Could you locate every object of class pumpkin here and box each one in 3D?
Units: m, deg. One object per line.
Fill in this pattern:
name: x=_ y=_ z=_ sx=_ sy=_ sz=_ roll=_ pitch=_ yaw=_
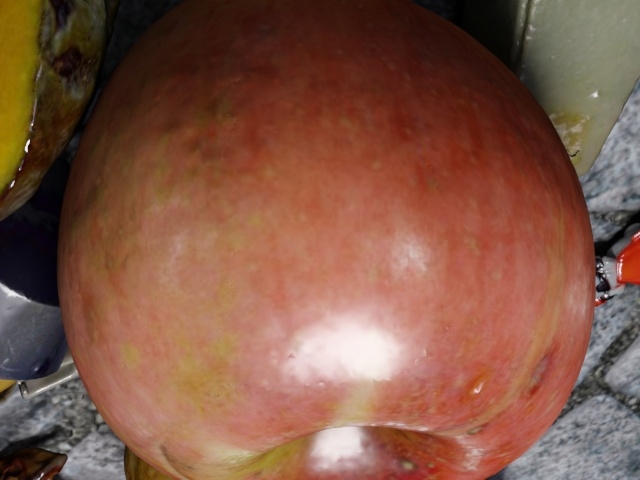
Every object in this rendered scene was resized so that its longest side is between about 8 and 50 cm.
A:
pumpkin: x=-0.229 y=-0.074 z=0.963 sx=0.312 sy=0.148 sz=0.169 roll=-21 pitch=176 yaw=24

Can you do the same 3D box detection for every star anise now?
star anise: x=-0.297 y=0.220 z=1.286 sx=0.168 sy=0.057 sz=0.168 roll=-10 pitch=133 yaw=-12

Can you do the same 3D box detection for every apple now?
apple: x=0.000 y=0.000 z=0.975 sx=0.364 sy=0.364 sz=0.364 roll=-9 pitch=131 yaw=-11

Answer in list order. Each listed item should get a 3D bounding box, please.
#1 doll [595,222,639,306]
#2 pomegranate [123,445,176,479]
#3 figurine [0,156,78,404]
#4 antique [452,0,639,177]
doll: x=0.296 y=0.016 z=1.309 sx=0.169 sy=0.057 sz=0.109 roll=-28 pitch=134 yaw=5
pomegranate: x=-0.030 y=0.199 z=1.249 sx=0.270 sy=0.229 sz=0.252 roll=-15 pitch=125 yaw=-21
figurine: x=-0.274 y=0.064 z=1.107 sx=0.308 sy=0.143 sz=0.308 roll=-30 pitch=160 yaw=-12
antique: x=0.169 y=-0.158 z=1.077 sx=0.150 sy=0.125 sz=0.284 roll=0 pitch=129 yaw=-18
